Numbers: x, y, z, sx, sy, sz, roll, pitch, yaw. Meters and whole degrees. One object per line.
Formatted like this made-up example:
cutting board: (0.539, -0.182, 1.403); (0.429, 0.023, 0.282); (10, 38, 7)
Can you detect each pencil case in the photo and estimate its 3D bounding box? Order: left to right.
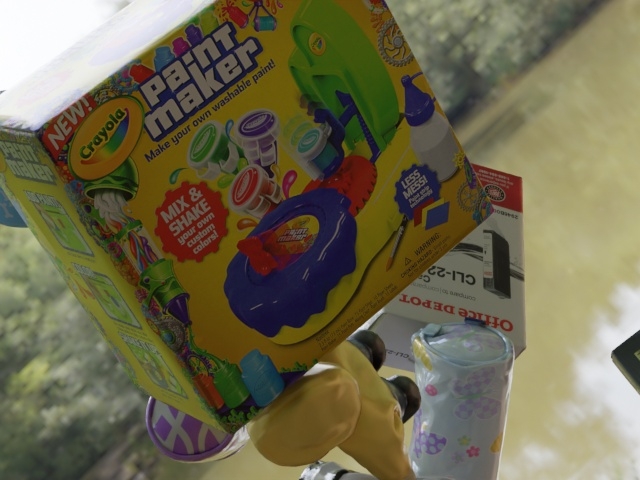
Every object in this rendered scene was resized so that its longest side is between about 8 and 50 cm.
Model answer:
pencil case: (-0.111, 0.161, 1.387); (0.086, 0.088, 0.206); (-22, -9, -3)
pencil case: (0.158, 0.233, 1.792); (0.113, 0.124, 0.273); (-61, -24, -66)

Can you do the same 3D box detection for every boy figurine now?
boy figurine: (0.018, 0.142, 1.285); (0.092, 0.177, 0.285); (-39, -7, 12)

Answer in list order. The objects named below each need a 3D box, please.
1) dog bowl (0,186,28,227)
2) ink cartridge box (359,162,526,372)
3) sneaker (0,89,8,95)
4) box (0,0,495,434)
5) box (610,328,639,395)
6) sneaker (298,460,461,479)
dog bowl: (-0.341, -0.125, 2.067); (0.297, 0.166, 0.074); (-19, -34, -12)
ink cartridge box: (0.152, 0.031, 1.928); (0.114, 0.197, 0.273); (124, 156, -52)
sneaker: (-0.276, -0.082, 1.447); (0.076, 0.166, 0.065); (10, 43, 29)
box: (-0.069, -0.057, 1.181); (0.290, 0.279, 0.177); (-40, 24, -20)
box: (0.518, 0.181, 1.939); (0.183, 0.232, 0.059); (-37, -19, -3)
sneaker: (0.135, 0.281, 1.420); (0.257, 0.169, 0.447); (-6, -5, 15)
